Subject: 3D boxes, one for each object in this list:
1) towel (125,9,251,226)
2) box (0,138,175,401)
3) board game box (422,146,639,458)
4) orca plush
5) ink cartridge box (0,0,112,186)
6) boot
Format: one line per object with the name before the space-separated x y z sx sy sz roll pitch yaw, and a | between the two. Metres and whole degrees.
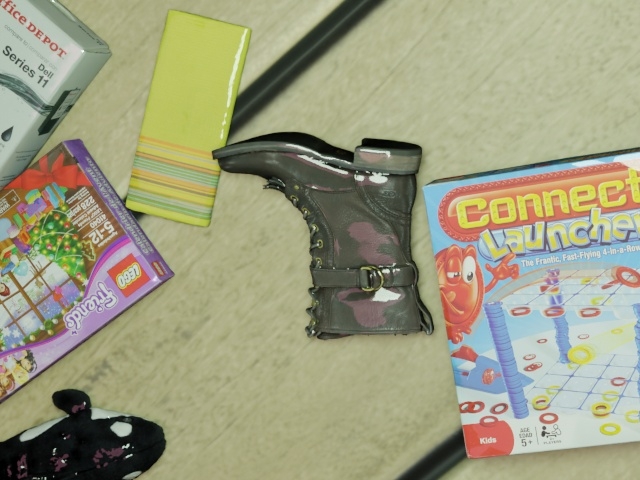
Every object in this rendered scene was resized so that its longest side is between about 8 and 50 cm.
towel | -0.152 -0.139 1.607 0.102 0.021 0.237 15 99 6
box | -0.345 0.044 1.656 0.293 0.057 0.201 -36 88 15
board game box | 0.285 0.062 1.490 0.308 0.086 0.302 -9 95 15
orca plush | -0.334 0.255 1.658 0.287 0.102 0.151 7 99 13
ink cartridge box | -0.367 -0.187 1.617 0.153 0.087 0.208 40 103 5
boot | 0.000 0.000 1.553 0.263 0.091 0.229 6 103 17
